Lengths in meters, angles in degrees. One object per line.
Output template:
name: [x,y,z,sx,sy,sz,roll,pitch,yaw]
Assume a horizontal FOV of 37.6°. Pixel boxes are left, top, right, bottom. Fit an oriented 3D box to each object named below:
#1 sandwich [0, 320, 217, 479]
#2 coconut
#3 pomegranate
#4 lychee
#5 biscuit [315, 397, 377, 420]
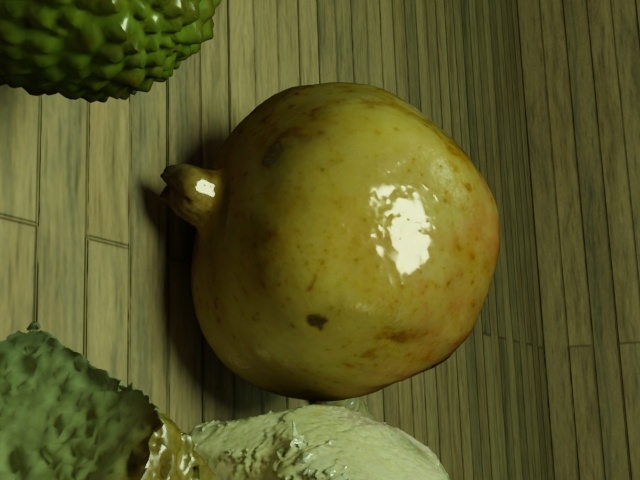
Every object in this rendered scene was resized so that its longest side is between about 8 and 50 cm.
sandwich: [-0.187,0.209,0.515,0.131,0.262,0.325,57,34,-45]
coconut: [-0.001,0.295,0.868,0.254,0.297,0.297,16,69,-51]
pomegranate: [0.000,0.000,0.943,0.342,0.342,0.342,-7,90,-65]
lychee: [-0.199,-0.239,0.618,0.320,0.270,0.270,30,48,-16]
biscuit: [0.018,0.190,1.196,0.055,0.061,0.219,43,-16,49]
